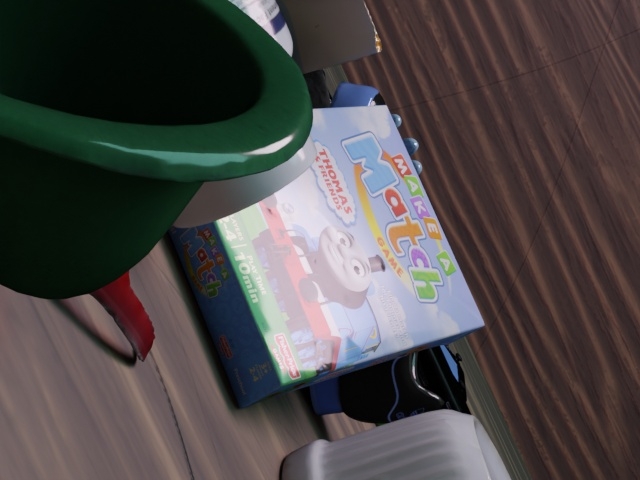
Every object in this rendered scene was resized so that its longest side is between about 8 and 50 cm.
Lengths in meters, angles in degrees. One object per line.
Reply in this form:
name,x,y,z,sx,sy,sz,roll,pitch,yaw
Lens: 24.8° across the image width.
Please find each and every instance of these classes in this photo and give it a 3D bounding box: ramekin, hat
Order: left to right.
hat,-0.108,0.003,0.482,0.208,0.184,0.173,12,29,-27
ramekin,0.069,0.193,0.816,0.207,0.109,0.207,-25,90,-84

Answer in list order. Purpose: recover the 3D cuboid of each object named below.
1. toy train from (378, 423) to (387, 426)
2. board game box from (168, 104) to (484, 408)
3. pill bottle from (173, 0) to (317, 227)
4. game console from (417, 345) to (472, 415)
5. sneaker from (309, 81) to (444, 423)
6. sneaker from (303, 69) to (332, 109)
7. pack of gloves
toy train,0.047,0.128,1.254,0.023,0.017,0.083,43,21,-45
board game box,0.000,0.000,0.858,0.211,0.039,0.160,-10,73,-54
pill bottle,-0.078,-0.106,0.710,0.112,0.112,0.187,-92,158,-72
game console,0.141,0.147,1.794,0.361,0.044,0.213,-60,125,-82
sneaker,0.045,0.008,0.990,0.081,0.090,0.232,29,63,-80
sneaker,-0.006,-0.089,1.287,0.051,0.089,0.170,-101,165,-62
pack of gloves,-0.018,-0.092,1.106,0.232,0.046,0.195,-19,-86,61
